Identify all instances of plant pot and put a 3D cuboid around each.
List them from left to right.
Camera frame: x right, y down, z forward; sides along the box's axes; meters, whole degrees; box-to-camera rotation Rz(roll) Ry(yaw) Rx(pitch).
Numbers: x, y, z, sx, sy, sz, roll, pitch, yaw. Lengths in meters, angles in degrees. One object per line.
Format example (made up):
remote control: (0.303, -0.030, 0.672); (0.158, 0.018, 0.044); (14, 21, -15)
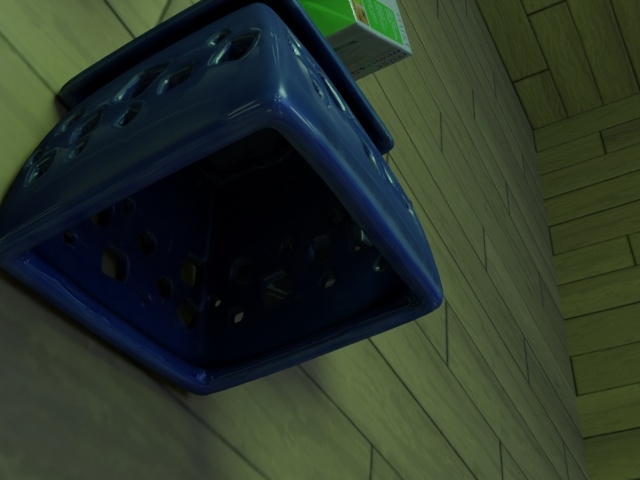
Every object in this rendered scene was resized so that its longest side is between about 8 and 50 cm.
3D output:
plant pot: (-0.066, -0.048, 0.586); (0.236, 0.236, 0.212); (47, 28, -41)

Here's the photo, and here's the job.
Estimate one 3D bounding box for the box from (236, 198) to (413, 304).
box: (0.000, 0.000, 0.774); (0.156, 0.158, 0.093); (27, 49, -57)

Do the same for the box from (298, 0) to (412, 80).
box: (0.004, -0.376, 1.097); (0.231, 0.126, 0.262); (-4, 76, -64)
